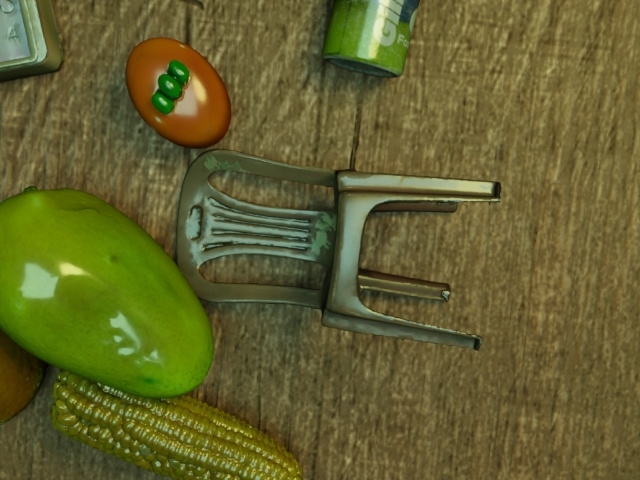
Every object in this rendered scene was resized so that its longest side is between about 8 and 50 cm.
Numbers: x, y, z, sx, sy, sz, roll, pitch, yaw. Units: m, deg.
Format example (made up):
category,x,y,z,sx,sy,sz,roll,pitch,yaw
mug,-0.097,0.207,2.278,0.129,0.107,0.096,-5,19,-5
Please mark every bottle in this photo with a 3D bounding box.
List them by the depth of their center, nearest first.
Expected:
category,x,y,z,sx,sy,sz,roll,pitch,yaw
bottle,0.081,-0.347,0.858,0.093,0.093,0.330,13,95,-3

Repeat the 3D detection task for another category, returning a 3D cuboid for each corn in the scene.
category,x,y,z,sx,sy,sz,roll,pitch,yaw
corn,-0.158,0.220,0.906,0.313,0.102,0.102,22,95,-5

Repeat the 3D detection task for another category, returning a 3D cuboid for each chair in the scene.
category,x,y,z,sx,sy,sz,roll,pitch,yaw
chair,0.000,0.000,0.847,0.326,0.183,0.175,5,95,-3

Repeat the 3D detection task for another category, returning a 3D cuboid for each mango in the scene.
category,x,y,z,sx,sy,sz,roll,pitch,yaw
mango,-0.235,0.054,0.850,0.273,0.185,0.149,35,116,-21

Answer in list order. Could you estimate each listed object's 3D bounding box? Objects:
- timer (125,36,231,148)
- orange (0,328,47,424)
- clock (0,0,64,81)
category,x,y,z,sx,sy,sz,roll,pitch,yaw
timer,-0.155,-0.157,0.859,0.136,0.136,0.099,41,99,-5
orange,-0.415,0.108,0.858,0.179,0.158,0.237,-37,95,0
clock,-0.393,-0.243,0.867,0.192,0.071,0.147,-11,95,-1
